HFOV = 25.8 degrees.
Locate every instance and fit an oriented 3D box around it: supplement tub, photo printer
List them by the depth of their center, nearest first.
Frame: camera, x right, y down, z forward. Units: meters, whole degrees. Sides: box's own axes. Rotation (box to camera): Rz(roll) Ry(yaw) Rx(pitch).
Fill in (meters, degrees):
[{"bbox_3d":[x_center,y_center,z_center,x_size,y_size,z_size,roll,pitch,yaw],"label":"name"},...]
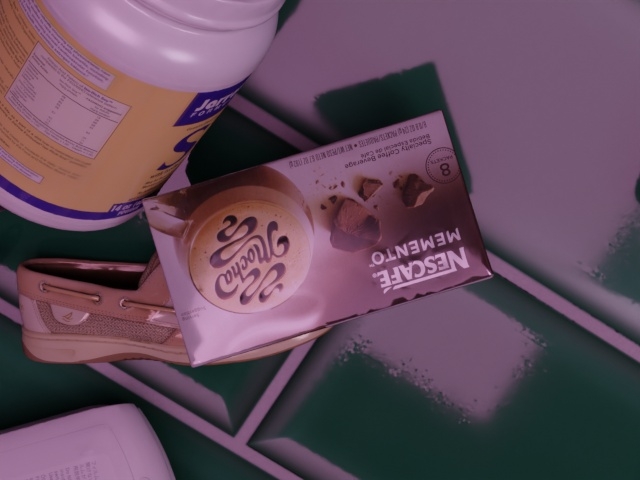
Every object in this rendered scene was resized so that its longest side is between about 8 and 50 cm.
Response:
[{"bbox_3d":[-0.186,-0.188,1.274,0.241,0.241,0.331,38,133,-7],"label":"supplement tub"},{"bbox_3d":[-0.297,0.319,1.493,0.308,0.107,0.256,-17,72,3],"label":"photo printer"}]

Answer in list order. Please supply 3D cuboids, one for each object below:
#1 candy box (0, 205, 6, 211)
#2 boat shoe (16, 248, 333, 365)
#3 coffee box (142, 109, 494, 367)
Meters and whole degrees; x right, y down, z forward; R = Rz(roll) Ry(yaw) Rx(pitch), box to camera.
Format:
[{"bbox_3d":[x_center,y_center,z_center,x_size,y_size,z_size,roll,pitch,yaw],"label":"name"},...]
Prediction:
[{"bbox_3d":[-0.414,-0.124,1.440,0.159,0.071,0.233,-22,108,8],"label":"candy box"},{"bbox_3d":[-0.152,0.061,1.458,0.341,0.121,0.110,-4,106,5],"label":"boat shoe"},{"bbox_3d":[0.000,0.000,1.347,0.297,0.119,0.168,-16,87,2],"label":"coffee box"}]
